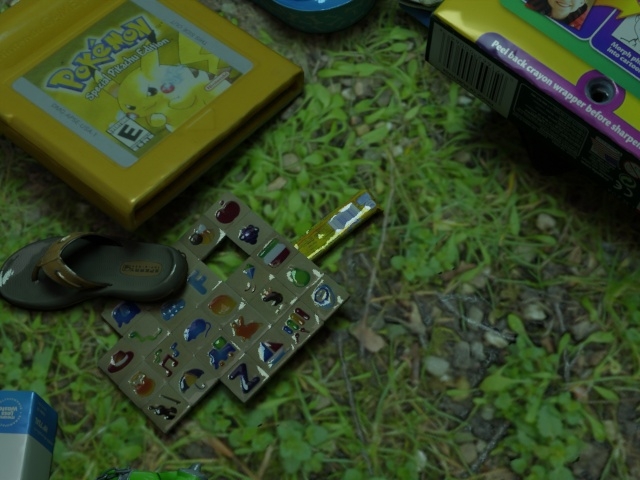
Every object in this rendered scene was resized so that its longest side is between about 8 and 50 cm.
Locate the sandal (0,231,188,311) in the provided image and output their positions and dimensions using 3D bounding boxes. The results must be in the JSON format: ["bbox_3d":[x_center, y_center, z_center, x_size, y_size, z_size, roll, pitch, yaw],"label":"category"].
[{"bbox_3d":[-0.252,0.029,1.429,0.219,0.060,0.090,2,63,19],"label":"sandal"}]

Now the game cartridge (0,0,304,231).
[{"bbox_3d":[-0.229,-0.189,1.505,0.323,0.053,0.285,36,60,20],"label":"game cartridge"}]

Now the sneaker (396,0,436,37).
[{"bbox_3d":[0.176,-0.358,1.518,0.236,0.130,0.323,-13,68,-2],"label":"sneaker"}]

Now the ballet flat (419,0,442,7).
[{"bbox_3d":[0.158,-0.322,1.419,0.057,0.049,0.173,33,78,25],"label":"ballet flat"}]

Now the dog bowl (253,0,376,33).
[{"bbox_3d":[-0.048,-0.357,1.585,0.297,0.074,0.166,37,75,22],"label":"dog bowl"}]

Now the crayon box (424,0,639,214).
[{"bbox_3d":[0.344,-0.210,1.336,0.363,0.106,0.313,38,73,14],"label":"crayon box"}]

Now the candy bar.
[{"bbox_3d":[0.000,0.000,1.434,0.161,0.018,0.040,-38,64,-11],"label":"candy bar"}]

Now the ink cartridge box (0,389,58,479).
[{"bbox_3d":[-0.352,0.270,1.322,0.134,0.078,0.231,-1,65,8],"label":"ink cartridge box"}]

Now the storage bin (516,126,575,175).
[{"bbox_3d":[0.301,-0.161,1.431,0.180,0.084,0.122,-18,63,0],"label":"storage bin"}]

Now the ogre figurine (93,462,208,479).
[{"bbox_3d":[-0.145,0.298,1.274,0.118,0.097,0.197,-29,46,14],"label":"ogre figurine"}]

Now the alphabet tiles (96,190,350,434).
[{"bbox_3d":[-0.117,0.084,1.404,0.237,0.009,0.198,-45,63,-9],"label":"alphabet tiles"}]
